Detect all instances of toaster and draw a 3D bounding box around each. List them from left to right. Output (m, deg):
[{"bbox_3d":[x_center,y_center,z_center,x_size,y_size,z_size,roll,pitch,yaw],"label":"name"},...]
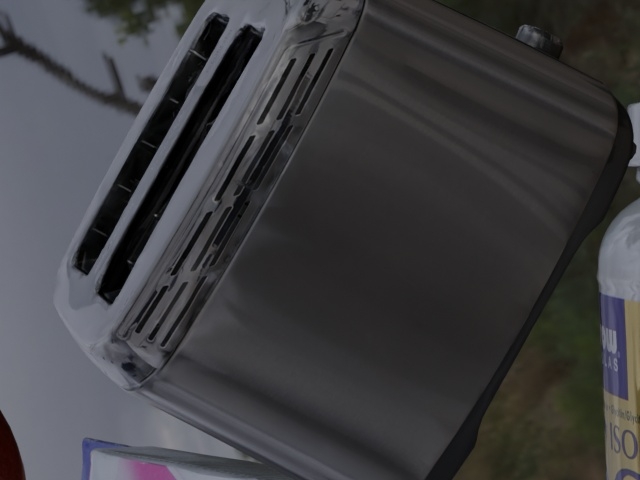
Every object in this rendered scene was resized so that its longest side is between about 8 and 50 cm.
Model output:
[{"bbox_3d":[0.000,0.000,0.591,0.146,0.227,0.129,28,-177,-24],"label":"toaster"}]

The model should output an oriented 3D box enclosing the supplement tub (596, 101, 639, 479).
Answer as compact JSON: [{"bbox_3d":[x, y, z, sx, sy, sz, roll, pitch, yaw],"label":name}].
[{"bbox_3d":[0.264,0.091,0.786,0.241,0.241,0.331,-117,24,-87],"label":"supplement tub"}]

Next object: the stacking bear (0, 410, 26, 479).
[{"bbox_3d":[-0.166,-0.020,0.339,0.289,0.164,0.175,64,164,-7],"label":"stacking bear"}]

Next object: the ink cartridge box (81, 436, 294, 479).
[{"bbox_3d":[-0.075,0.281,0.846,0.330,0.071,0.324,-1,84,47],"label":"ink cartridge box"}]
